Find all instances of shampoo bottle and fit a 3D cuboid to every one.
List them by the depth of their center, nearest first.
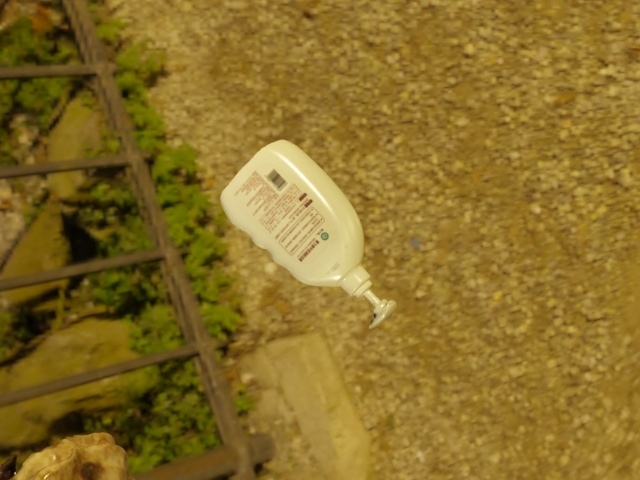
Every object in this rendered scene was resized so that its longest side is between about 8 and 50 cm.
[{"bbox_3d":[0.000,0.000,0.859,0.152,0.045,0.077,46,108,11],"label":"shampoo bottle"}]

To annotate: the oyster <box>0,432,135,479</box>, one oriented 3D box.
[{"bbox_3d":[-0.139,0.272,0.606,0.079,0.129,0.344,2,76,21],"label":"oyster"}]
